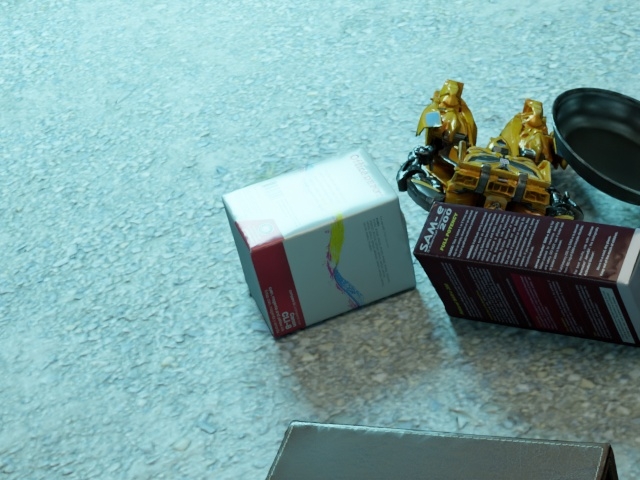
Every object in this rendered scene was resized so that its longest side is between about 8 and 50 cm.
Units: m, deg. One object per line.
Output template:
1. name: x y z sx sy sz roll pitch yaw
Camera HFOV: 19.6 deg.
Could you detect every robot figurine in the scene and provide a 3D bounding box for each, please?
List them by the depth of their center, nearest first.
1. robot figurine: 0.191 -0.088 2.089 0.211 0.085 0.291 13 24 -4

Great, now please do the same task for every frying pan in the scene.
1. frying pan: 0.361 -0.136 2.147 0.197 0.053 0.326 25 35 -1

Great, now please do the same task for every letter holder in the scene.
1. letter holder: 0.095 0.292 1.609 0.302 0.152 0.214 2 40 22

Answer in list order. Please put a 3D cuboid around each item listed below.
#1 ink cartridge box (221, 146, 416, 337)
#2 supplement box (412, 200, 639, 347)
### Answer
1. ink cartridge box: 0.000 0.000 2.065 0.176 0.127 0.128 -20 35 -7
2. supplement box: 0.230 0.035 1.921 0.239 0.130 0.073 8 61 28
